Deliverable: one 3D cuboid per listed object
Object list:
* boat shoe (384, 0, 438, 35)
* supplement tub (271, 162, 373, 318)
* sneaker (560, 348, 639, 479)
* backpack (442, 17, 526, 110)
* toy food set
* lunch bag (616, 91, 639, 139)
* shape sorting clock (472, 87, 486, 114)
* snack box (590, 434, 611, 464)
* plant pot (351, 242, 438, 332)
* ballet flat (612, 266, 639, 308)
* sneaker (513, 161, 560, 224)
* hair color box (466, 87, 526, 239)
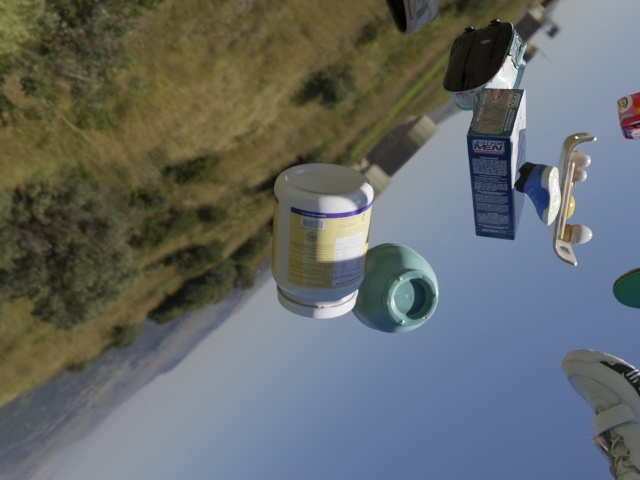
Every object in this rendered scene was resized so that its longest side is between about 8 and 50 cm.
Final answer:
[{"bbox_3d":[0.170,-0.658,1.727,0.110,0.341,0.122,-38,-158,-22],"label":"boat shoe"},{"bbox_3d":[0.000,0.000,1.801,0.241,0.241,0.331,-48,147,-57],"label":"supplement tub"},{"bbox_3d":[0.558,0.375,1.338,0.210,0.366,0.137,-36,158,-25],"label":"sneaker"},{"bbox_3d":[0.494,-0.509,2.211,0.225,0.191,0.253,-3,-128,41],"label":"backpack"},{"bbox_3d":[0.624,-0.110,1.781,0.220,0.093,0.305,-42,139,-71],"label":"toy food set"},{"bbox_3d":[1.079,-0.413,2.263,0.293,0.120,0.258,-11,166,26],"label":"lunch bag"},{"bbox_3d":[0.472,-0.319,2.002,0.040,0.206,0.206,-27,180,-6],"label":"shape sorting clock"},{"bbox_3d":[0.717,0.519,1.713,0.064,0.178,0.022,-37,171,-17],"label":"snack box"},{"bbox_3d":[0.250,0.166,2.296,0.293,0.293,0.196,-46,-162,-6],"label":"plant pot"},{"bbox_3d":[0.576,0.055,1.142,0.222,0.076,0.079,-22,-176,39],"label":"ballet flat"},{"bbox_3d":[0.453,-0.102,1.535,0.058,0.085,0.152,-47,140,-25],"label":"sneaker"},{"bbox_3d":[0.431,-0.179,1.765,0.347,0.105,0.173,73,32,-47],"label":"hair color box"}]
